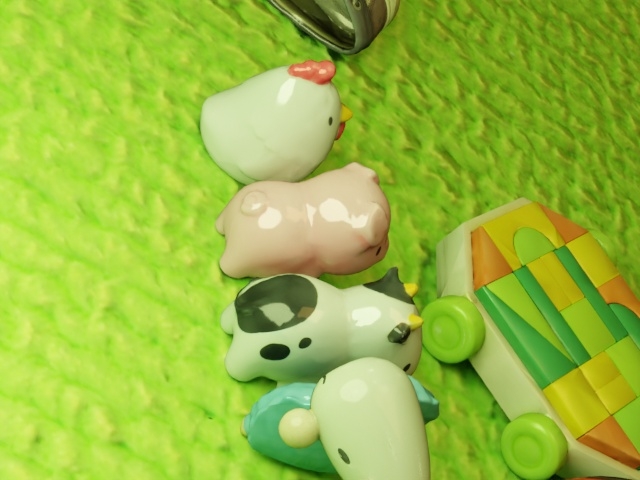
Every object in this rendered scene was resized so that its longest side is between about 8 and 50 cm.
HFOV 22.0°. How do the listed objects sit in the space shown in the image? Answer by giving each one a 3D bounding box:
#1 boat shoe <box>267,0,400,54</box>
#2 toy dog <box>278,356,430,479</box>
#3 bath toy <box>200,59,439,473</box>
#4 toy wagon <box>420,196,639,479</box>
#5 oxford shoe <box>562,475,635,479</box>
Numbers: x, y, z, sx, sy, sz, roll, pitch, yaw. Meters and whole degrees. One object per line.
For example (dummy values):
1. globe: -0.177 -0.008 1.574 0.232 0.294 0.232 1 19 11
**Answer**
1. boat shoe: -0.045 -0.283 1.497 0.285 0.103 0.092 45 32 -13
2. toy dog: 0.014 0.254 1.036 0.161 0.220 0.333 -8 50 -12
3. bath toy: 0.000 0.000 1.268 0.151 0.129 0.348 16 47 -35
4. toy wagon: 0.238 0.122 1.441 0.267 0.068 0.344 -22 74 -51
5. oxford shoe: 0.169 0.262 1.242 0.271 0.097 0.098 -30 115 -47
